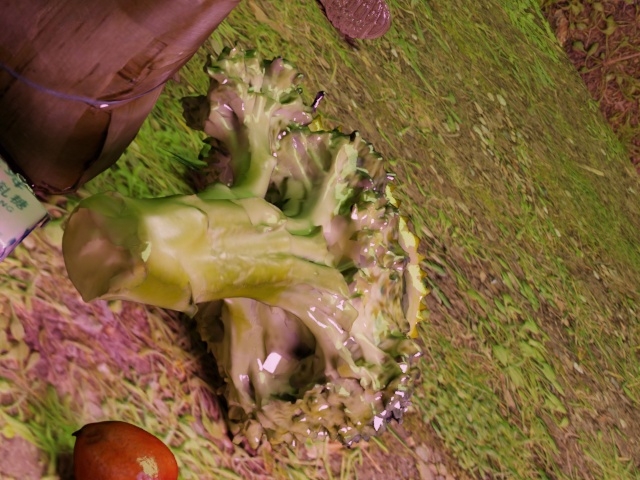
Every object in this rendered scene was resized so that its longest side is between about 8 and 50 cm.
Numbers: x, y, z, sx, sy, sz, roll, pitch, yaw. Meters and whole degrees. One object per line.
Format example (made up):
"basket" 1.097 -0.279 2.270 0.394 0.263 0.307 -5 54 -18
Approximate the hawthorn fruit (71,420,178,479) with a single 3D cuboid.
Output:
"hawthorn fruit" -0.164 0.181 1.236 0.093 0.081 0.081 40 21 10

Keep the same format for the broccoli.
"broccoli" -0.055 0.050 1.399 0.353 0.275 0.397 41 21 -7

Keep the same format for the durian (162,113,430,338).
"durian" 0.000 0.000 1.711 0.169 0.158 0.351 -23 81 -54

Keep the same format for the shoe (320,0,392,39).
"shoe" 0.045 -0.388 2.429 0.180 0.089 0.092 47 20 7

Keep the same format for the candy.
"candy" -0.310 -0.046 1.285 0.160 0.073 0.092 49 29 -5

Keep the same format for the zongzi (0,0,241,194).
"zongzi" -0.242 -0.267 1.354 0.356 0.393 0.174 47 48 -3
